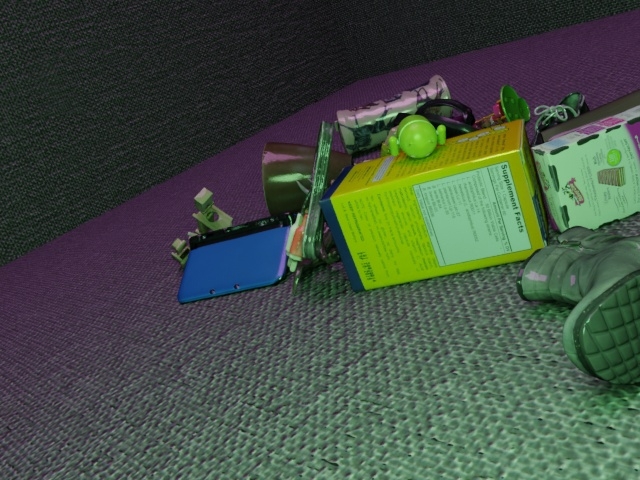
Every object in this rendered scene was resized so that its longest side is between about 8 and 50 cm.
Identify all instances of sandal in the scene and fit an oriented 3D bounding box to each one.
[{"bbox_3d":[0.338,-0.348,1.824,0.107,0.167,0.446,-64,22,5],"label":"sandal"}]

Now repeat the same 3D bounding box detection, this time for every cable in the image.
[{"bbox_3d":[-0.024,-0.079,1.198,0.072,0.287,0.139,6,14,1],"label":"cable"}]

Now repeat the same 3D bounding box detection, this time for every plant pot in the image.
[{"bbox_3d":[-0.023,-0.171,1.753,0.230,0.216,0.215,-3,22,9],"label":"plant pot"}]

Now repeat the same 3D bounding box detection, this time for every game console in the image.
[{"bbox_3d":[-0.165,0.048,1.532,0.293,0.174,0.250,-12,-11,24],"label":"game console"}]

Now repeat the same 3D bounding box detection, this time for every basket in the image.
[{"bbox_3d":[0.554,-0.189,1.223,0.226,0.154,0.204,-18,22,20],"label":"basket"}]

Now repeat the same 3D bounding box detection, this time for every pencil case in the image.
[{"bbox_3d":[0.244,-0.425,2.184,0.410,0.160,0.184,-18,27,10],"label":"pencil case"}]

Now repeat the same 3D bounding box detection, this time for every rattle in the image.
[{"bbox_3d":[0.273,-0.264,1.871,0.142,0.130,0.199,12,3,31],"label":"rattle"}]

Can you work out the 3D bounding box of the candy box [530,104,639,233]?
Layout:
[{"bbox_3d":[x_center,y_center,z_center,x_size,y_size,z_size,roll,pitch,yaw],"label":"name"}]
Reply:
[{"bbox_3d":[0.493,-0.121,1.077,0.233,0.159,0.071,-21,17,-1],"label":"candy box"}]

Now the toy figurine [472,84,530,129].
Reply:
[{"bbox_3d":[0.490,-0.352,1.828,0.159,0.130,0.173,-18,-5,41],"label":"toy figurine"}]

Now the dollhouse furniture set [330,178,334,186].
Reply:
[{"bbox_3d":[0.120,-0.106,1.551,0.261,0.135,0.259,-20,7,3],"label":"dollhouse furniture set"}]

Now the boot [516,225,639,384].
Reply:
[{"bbox_3d":[0.343,0.070,0.818,0.338,0.118,0.222,-21,12,-37],"label":"boot"}]

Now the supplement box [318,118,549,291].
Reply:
[{"bbox_3d":[0.211,-0.061,1.161,0.356,0.194,0.195,-13,21,24],"label":"supplement box"}]

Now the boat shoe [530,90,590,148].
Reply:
[{"bbox_3d":[0.561,-0.272,1.504,0.113,0.105,0.306,0,28,47],"label":"boat shoe"}]

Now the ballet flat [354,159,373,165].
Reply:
[{"bbox_3d":[0.121,-0.194,1.824,0.206,0.067,0.073,-11,22,30],"label":"ballet flat"}]

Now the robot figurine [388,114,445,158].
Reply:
[{"bbox_3d":[0.170,-0.184,1.131,0.101,0.067,0.115,-11,20,5],"label":"robot figurine"}]

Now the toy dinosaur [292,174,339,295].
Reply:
[{"bbox_3d":[0.000,0.000,1.383,0.160,0.121,0.314,-7,55,44],"label":"toy dinosaur"}]

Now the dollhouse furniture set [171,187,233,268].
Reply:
[{"bbox_3d":[-0.307,-0.013,1.657,0.161,0.101,0.182,-52,-9,-22],"label":"dollhouse furniture set"}]
